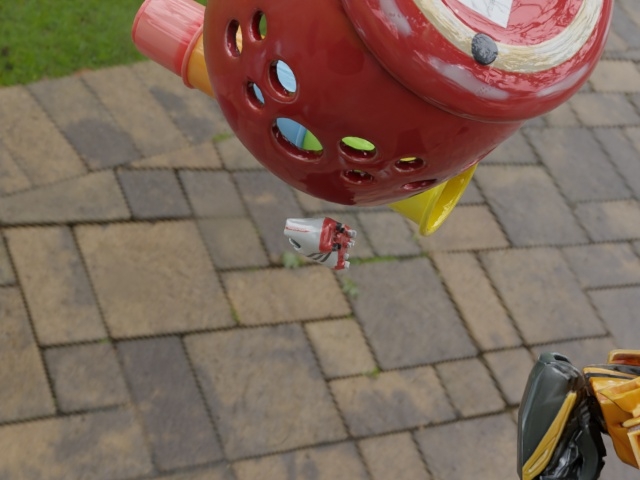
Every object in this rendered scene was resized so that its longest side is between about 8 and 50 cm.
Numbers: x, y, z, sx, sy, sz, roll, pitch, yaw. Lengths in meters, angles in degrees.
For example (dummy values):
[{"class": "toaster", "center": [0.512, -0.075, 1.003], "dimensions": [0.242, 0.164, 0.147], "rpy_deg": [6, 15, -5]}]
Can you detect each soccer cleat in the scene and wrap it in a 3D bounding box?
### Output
[{"class": "soccer cleat", "center": [0.000, 0.000, 0.677], "dimensions": [0.036, 0.083, 0.029], "rpy_deg": [12, 84, 12]}]

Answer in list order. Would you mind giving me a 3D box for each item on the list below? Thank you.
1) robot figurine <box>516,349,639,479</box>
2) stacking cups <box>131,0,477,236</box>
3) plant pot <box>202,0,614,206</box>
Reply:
[{"class": "robot figurine", "center": [0.196, 0.147, 0.427], "dimensions": [0.085, 0.211, 0.291], "rpy_deg": [-66, 136, -81]}, {"class": "stacking cups", "center": [-0.017, -0.125, 0.935], "dimensions": [0.316, 0.096, 0.096], "rpy_deg": [33, 42, 14]}, {"class": "plant pot", "center": [0.053, -0.126, 0.607], "dimensions": [0.191, 0.174, 0.191], "rpy_deg": [6, 78, -28]}]
